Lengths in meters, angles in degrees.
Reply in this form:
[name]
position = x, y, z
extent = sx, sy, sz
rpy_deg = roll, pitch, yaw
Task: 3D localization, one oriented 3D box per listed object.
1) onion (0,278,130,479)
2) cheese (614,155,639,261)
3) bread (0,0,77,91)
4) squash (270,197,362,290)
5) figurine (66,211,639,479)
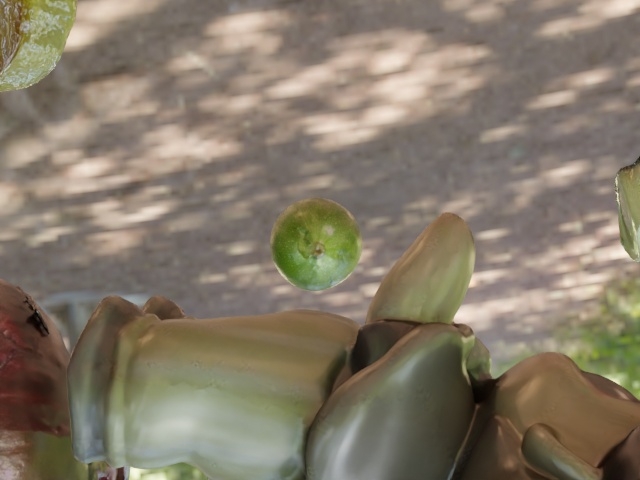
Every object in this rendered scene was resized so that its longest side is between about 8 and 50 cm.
[onion]
position = -0.255, 0.171, 1.216
extent = 0.232, 0.313, 0.314
rpy_deg = -4, 168, -13
[cheese]
position = 0.318, -0.050, 1.048
extent = 0.256, 0.050, 0.127
rpy_deg = -14, 153, 5
[bread]
position = -0.225, -0.158, 1.087
extent = 0.156, 0.125, 0.086
rpy_deg = -23, 169, 41
[squash]
position = 0.000, 0.000, 1.195
extent = 0.066, 0.066, 0.201
rpy_deg = -9, -178, 4
[figurine]
position = 0.081, 0.117, 0.648
extent = 0.381, 0.203, 0.248
rpy_deg = 23, 154, 11
